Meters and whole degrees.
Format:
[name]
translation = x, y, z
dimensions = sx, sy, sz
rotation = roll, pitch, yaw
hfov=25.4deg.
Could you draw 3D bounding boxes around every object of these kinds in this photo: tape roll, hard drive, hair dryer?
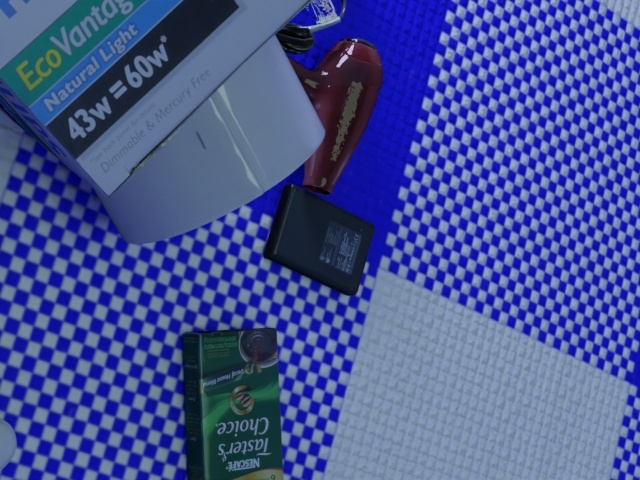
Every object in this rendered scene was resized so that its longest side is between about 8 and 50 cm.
[tape roll]
translation = -0.139, -0.129, 1.474
dimensions = 0.246, 0.246, 0.169
rotation = -40, 112, -31
[hard drive]
translation = 0.000, 0.000, 1.711
dimensions = 0.135, 0.022, 0.094
rotation = 26, 73, -34
[hair dryer]
translation = -0.032, -0.194, 1.677
dimensions = 0.224, 0.080, 0.293
rotation = -22, 95, -19

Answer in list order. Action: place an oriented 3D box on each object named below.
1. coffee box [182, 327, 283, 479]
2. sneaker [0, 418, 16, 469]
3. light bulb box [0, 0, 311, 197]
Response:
[coffee box]
translation = -0.098, 0.193, 1.616
dimensions = 0.113, 0.040, 0.184
rotation = 0, 88, -37
[sneaker]
translation = -0.381, 0.217, 1.368
dimensions = 0.212, 0.094, 0.080
rotation = -8, 92, -37
[light bulb box]
translation = -0.198, -0.281, 1.283
dimensions = 0.358, 0.361, 0.225
rotation = -44, 128, -8
